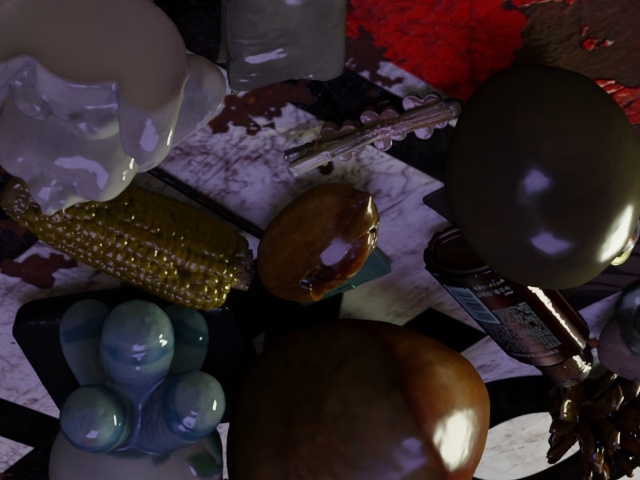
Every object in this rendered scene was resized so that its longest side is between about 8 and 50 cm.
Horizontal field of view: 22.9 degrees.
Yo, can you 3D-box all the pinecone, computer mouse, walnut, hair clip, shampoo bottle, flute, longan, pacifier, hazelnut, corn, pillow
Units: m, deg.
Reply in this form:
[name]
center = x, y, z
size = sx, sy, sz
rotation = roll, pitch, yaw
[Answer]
[pinecone]
center = 0.399, 0.252, 2.175
size = 0.195, 0.150, 0.179
rotation = -8, 144, -4
[computer mouse]
center = 0.534, 0.107, 2.013
size = 0.389, 0.115, 0.199
rotation = -25, 141, 29
[walnut]
center = 0.000, 0.000, 1.861
size = 0.116, 0.116, 0.207
rotation = 21, 136, -26
[hair clip]
center = 0.058, -0.121, 1.754
size = 0.214, 0.056, 0.062
rotation = -21, 123, 11
[shampoo bottle]
center = 0.254, 0.086, 1.999
size = 0.129, 0.084, 0.323
rotation = -8, 147, 31
[flute]
center = -0.139, -0.047, 1.873
size = 0.014, 0.014, 0.269
rotation = -30, 134, 33
[longan]
center = 0.236, -0.069, 1.672
size = 0.248, 0.248, 0.248
rotation = -1, 143, 0
[pacifier]
center = 0.347, -0.014, 1.899
size = 0.064, 0.068, 0.083
rotation = 11, 138, 45
[hazelnut]
center = 0.048, 0.262, 2.046
size = 0.366, 0.366, 0.366
rotation = -1, 143, 0
[corn]
center = -0.217, -0.008, 1.841
size = 0.322, 0.119, 0.119
rotation = 27, 135, -25
[pillow]
center = -0.038, -0.231, 1.581
size = 0.134, 0.078, 0.181
rotation = -2, 140, -4

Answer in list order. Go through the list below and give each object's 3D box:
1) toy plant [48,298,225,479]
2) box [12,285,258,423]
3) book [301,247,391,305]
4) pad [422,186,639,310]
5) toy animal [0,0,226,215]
[toy plant]
center = -0.225, 0.196, 1.919
size = 0.247, 0.247, 0.332
rotation = 2, 133, -4
[box]
center = -0.233, 0.157, 2.095
size = 0.290, 0.073, 0.289
rotation = -7, 142, 9
[book]
center = 0.010, 0.033, 1.980
size = 0.135, 0.017, 0.103
rotation = -23, 136, 25
[pad]
center = 0.307, -0.019, 1.928
size = 0.220, 0.004, 0.330
rotation = -29, 135, 32
[toy animal]
center = -0.237, -0.141, 1.614
size = 0.271, 0.206, 0.265
rotation = 17, 151, 1
